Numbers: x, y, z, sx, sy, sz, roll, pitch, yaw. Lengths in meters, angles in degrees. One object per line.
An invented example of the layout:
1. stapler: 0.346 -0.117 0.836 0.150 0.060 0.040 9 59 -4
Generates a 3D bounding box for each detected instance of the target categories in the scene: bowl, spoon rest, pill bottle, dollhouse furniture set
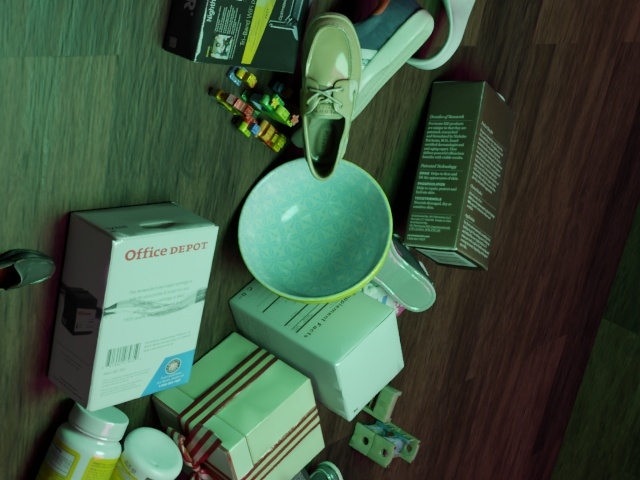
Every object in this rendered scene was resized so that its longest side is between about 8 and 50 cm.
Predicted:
1. bowl: 0.000 0.000 1.901 0.289 0.290 0.156 -55 161 -11
2. spoon rest: 0.272 -0.484 2.074 0.137 0.084 0.276 9 106 -53
3. pill bottle: -0.420 0.389 1.737 0.119 0.119 0.208 19 97 -54
4. pill bottle: -0.354 0.449 1.824 0.117 0.117 0.215 6 130 -53
5. dollhouse furniture set: 0.185 0.462 2.532 0.129 0.129 0.183 6 107 -53

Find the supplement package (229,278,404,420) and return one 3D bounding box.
1. supplement package: -0.006 0.185 1.974 0.175 0.293 0.177 -41 140 -28

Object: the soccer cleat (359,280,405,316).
1. soccer cleat: 0.107 0.125 2.229 0.331 0.116 0.143 -38 138 -31

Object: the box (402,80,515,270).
1. box: 0.308 -0.142 2.200 0.191 0.143 0.381 28 72 -55

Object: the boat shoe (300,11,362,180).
1. boat shoe: 0.014 -0.247 1.746 0.098 0.109 0.302 -86 -179 -55

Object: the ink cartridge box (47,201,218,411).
1. ink cartridge box: -0.315 0.103 1.675 0.223 0.129 0.307 -10 119 -48

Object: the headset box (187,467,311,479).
1. headset box: -0.142 0.547 2.193 0.218 0.110 0.293 -46 141 -23

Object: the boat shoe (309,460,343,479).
1. boat shoe: -0.032 0.684 2.418 0.099 0.116 0.319 -9 124 -53

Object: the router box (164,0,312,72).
1. router box: -0.110 -0.437 1.625 0.243 0.081 0.308 -4 115 -51

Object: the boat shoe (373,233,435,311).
1. boat shoe: 0.132 0.032 2.166 0.114 0.091 0.302 -35 110 13

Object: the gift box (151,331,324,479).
1. gift box: -0.155 0.368 1.932 0.258 0.276 0.255 -38 133 -28

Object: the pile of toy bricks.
1. pile of toy bricks: -0.087 -0.231 1.766 0.118 0.105 0.212 -59 145 -6

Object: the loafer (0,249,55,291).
1. loafer: -0.469 0.054 1.508 0.170 0.061 0.062 -10 119 -49

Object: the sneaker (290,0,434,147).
1. sneaker: 0.046 -0.332 1.874 0.350 0.148 0.131 -45 171 13
